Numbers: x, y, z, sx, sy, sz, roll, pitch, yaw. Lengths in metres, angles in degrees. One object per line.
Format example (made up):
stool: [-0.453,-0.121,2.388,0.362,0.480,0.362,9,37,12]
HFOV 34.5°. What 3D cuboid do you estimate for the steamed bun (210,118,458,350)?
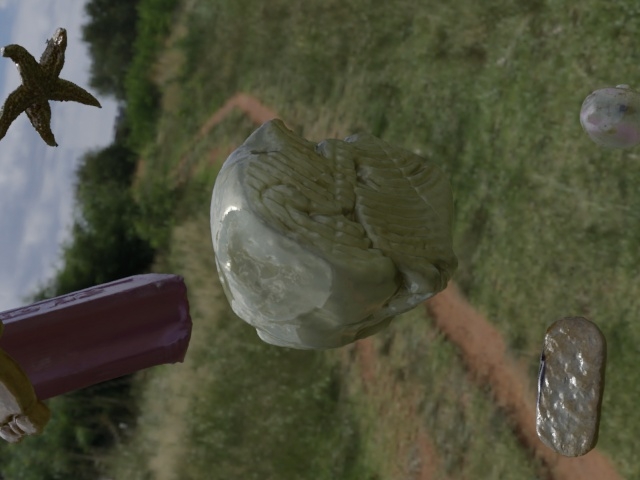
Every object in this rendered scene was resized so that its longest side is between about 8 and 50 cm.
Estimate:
steamed bun: [0.003,0.002,1.164,0.203,0.276,0.289,-51,4,35]

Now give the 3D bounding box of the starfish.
starfish: [-0.501,-0.266,1.844,0.235,0.062,0.277,-63,-23,-2]

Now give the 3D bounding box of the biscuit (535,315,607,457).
biscuit: [0.256,0.150,1.055,0.018,0.071,0.147,1,-84,-53]

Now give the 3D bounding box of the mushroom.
mushroom: [0.334,-0.140,1.155,0.067,0.084,0.083,-63,0,-24]

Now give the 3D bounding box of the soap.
soap: [-0.377,0.150,1.471,0.233,0.360,0.128,-3,102,63]

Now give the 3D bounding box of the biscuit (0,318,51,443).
biscuit: [-0.349,0.099,0.939,0.035,0.184,0.249,-61,-42,-41]
